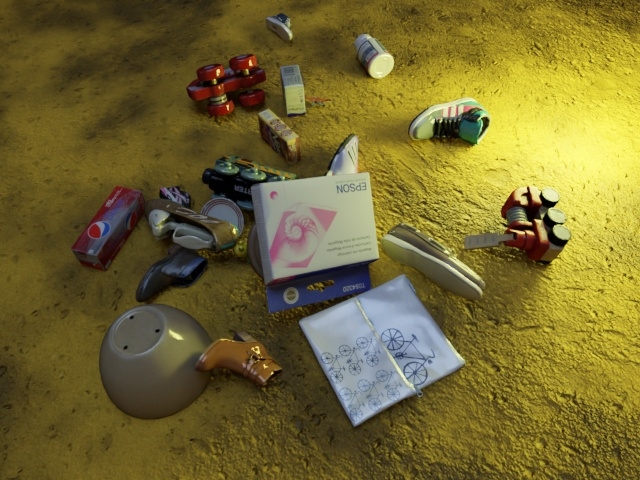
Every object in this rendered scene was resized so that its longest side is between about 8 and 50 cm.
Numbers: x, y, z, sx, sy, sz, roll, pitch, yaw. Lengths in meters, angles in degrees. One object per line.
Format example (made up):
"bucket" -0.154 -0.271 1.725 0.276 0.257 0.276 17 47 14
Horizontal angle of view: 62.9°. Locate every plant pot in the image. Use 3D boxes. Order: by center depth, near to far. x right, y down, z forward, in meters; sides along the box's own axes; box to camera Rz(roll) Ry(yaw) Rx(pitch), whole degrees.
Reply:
"plant pot" -0.418 0.265 1.285 0.284 0.191 0.284 -1 52 2
"plant pot" -0.073 0.014 1.428 0.237 0.110 0.237 1 89 -24

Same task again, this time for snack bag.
"snack bag" 0.159 0.266 1.353 0.342 0.037 0.323 -22 54 -14

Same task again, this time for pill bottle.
"pill bottle" 0.205 -0.735 2.070 0.108 0.108 0.180 -18 54 -11

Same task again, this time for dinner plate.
"dinner plate" -0.298 -0.059 1.583 0.141 0.141 0.017 11 11 11

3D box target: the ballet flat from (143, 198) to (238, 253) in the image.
"ballet flat" -0.409 -0.035 1.535 0.342 0.116 0.124 20 34 16

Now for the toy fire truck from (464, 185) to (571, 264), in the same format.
"toy fire truck" 0.557 -0.043 1.519 0.246 0.158 0.217 8 53 -5

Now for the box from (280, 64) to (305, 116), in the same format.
"box" -0.101 -0.549 1.923 0.072 0.137 0.126 -8 53 -5

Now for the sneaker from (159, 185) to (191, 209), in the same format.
"sneaker" -0.438 -0.120 1.658 0.077 0.072 0.178 -26 61 -30

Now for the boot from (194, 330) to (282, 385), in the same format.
"boot" -0.195 0.304 1.278 0.152 0.073 0.197 39 34 20

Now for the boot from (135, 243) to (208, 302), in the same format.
"boot" -0.418 0.101 1.478 0.106 0.082 0.219 21 54 21

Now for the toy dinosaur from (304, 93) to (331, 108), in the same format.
"toy dinosaur" -0.018 -0.528 1.946 0.082 0.090 0.047 20 53 -39

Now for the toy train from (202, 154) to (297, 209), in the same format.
"toy train" -0.194 -0.174 1.630 0.334 0.142 0.190 15 27 11

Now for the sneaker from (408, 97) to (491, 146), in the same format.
"sneaker" 0.464 -0.384 1.788 0.295 0.124 0.178 -24 46 -16

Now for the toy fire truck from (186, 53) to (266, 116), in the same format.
"toy fire truck" -0.359 -0.600 1.982 0.302 0.169 0.254 -22 31 -14

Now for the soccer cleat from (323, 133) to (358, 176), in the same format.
"soccer cleat" 0.078 -0.218 1.699 0.116 0.108 0.318 27 54 -3

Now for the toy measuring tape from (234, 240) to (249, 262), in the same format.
"toy measuring tape" -0.089 -0.003 1.522 0.330 0.121 0.121 -9 53 -4

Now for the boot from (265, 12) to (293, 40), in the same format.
"boot" -0.155 -0.930 2.259 0.086 0.069 0.190 -33 56 -17

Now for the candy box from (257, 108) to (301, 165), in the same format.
"candy box" -0.142 -0.356 1.796 0.053 0.109 0.186 -32 57 -21

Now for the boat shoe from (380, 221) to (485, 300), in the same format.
"boat shoe" 0.323 0.051 1.463 0.324 0.116 0.097 31 63 30

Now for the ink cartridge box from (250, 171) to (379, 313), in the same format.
"ink cartridge box" 0.000 0.000 1.362 0.324 0.071 0.330 -11 94 -29

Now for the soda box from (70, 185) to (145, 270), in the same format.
"soda box" -0.638 -0.041 1.595 0.092 0.083 0.263 13 54 12
